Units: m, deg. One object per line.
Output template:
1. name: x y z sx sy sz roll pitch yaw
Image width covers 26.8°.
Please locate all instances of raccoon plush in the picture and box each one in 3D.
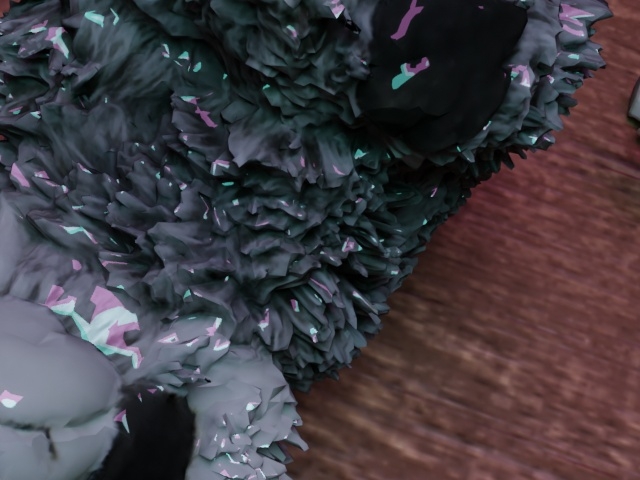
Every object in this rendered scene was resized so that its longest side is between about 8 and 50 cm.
1. raccoon plush: 0.000 0.000 0.584 0.216 0.299 0.446 34 25 30

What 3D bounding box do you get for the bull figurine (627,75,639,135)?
1. bull figurine: 0.272 -0.122 0.711 0.189 0.101 0.310 14 54 4
